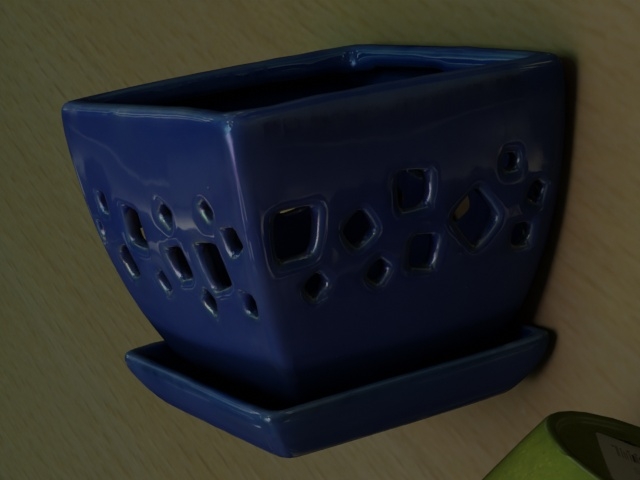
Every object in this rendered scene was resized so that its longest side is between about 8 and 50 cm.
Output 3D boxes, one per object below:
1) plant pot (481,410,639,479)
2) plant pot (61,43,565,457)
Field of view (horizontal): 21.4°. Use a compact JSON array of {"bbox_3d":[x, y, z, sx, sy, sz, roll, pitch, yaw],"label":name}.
[{"bbox_3d":[0.120,0.248,0.887,0.275,0.274,0.293,38,110,50],"label":"plant pot"},{"bbox_3d":[0.000,0.000,1.048,0.236,0.236,0.212,13,112,58],"label":"plant pot"}]
